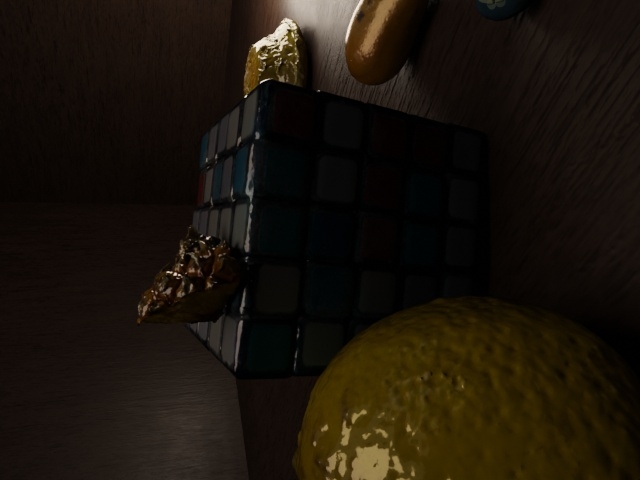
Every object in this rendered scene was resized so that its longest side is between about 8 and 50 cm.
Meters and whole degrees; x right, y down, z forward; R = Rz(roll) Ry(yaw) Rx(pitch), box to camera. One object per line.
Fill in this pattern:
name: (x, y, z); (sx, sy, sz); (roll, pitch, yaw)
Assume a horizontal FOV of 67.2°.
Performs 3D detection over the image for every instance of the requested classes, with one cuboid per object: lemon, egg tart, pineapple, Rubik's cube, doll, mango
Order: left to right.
pineapple: (-0.117, 0.032, 0.470); (0.114, 0.077, 0.114); (-27, 43, 21)
egg tart: (-0.130, -0.422, 1.300); (0.341, 0.132, 0.342); (-179, 90, -71)
Rubik's cube: (0.000, 0.000, 0.617); (0.293, 0.286, 0.292); (-4, 80, 64)
mango: (0.095, -0.318, 0.709); (0.115, 0.089, 0.178); (60, 144, 37)
lemon: (0.111, 0.171, 0.379); (0.253, 0.310, 0.254); (-10, -90, -68)
doll: (0.192, -0.268, 0.486); (0.076, 0.050, 0.084); (16, 105, 52)
